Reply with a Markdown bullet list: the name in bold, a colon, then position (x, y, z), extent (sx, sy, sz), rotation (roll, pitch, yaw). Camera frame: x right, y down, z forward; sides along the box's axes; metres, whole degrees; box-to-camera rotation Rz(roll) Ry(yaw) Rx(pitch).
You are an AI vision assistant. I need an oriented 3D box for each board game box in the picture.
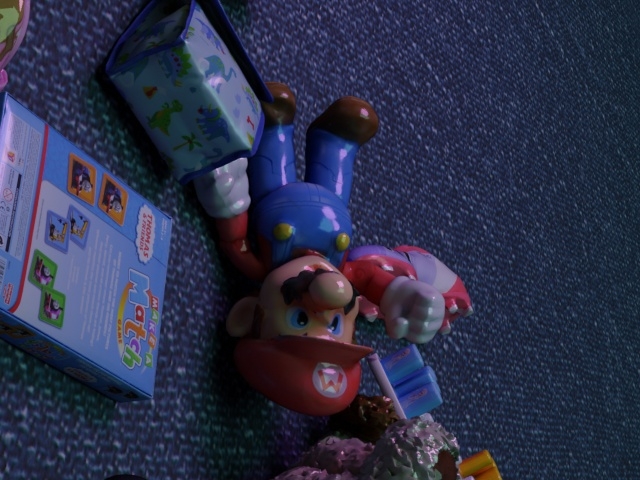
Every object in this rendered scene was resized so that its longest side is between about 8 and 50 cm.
- **board game box**: position (-0.189, 0.011, 1.046), extent (0.211, 0.039, 0.160), rotation (40, 45, -50)
- **board game box**: position (0.194, 0.328, 1.397), extent (0.390, 0.050, 0.390), rotation (64, 5, 32)

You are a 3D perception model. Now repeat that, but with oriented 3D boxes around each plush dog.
- **plush dog**: position (0.009, 0.254, 1.226), extent (0.225, 0.210, 0.262), rotation (-24, 124, -79)

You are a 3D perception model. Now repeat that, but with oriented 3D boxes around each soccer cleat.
- **soccer cleat**: position (0.082, 0.040, 1.538), extent (0.248, 0.083, 0.095), rotation (21, 31, -53)

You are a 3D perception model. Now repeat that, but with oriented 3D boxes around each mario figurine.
- **mario figurine**: position (0.000, 0.000, 1.260), extent (0.170, 0.198, 0.320), rotation (57, 27, -58)

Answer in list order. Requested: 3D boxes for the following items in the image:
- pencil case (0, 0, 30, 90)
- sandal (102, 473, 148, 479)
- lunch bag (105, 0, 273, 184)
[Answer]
- **pencil case**: position (-0.322, -0.177, 0.737), extent (0.386, 0.160, 0.167), rotation (26, 65, -58)
- **sandal**: position (-0.118, 0.270, 1.030), extent (0.054, 0.097, 0.254), rotation (-58, 141, -53)
- **lunch bag**: position (-0.107, -0.145, 1.220), extent (0.129, 0.096, 0.151), rotation (60, 19, -27)
